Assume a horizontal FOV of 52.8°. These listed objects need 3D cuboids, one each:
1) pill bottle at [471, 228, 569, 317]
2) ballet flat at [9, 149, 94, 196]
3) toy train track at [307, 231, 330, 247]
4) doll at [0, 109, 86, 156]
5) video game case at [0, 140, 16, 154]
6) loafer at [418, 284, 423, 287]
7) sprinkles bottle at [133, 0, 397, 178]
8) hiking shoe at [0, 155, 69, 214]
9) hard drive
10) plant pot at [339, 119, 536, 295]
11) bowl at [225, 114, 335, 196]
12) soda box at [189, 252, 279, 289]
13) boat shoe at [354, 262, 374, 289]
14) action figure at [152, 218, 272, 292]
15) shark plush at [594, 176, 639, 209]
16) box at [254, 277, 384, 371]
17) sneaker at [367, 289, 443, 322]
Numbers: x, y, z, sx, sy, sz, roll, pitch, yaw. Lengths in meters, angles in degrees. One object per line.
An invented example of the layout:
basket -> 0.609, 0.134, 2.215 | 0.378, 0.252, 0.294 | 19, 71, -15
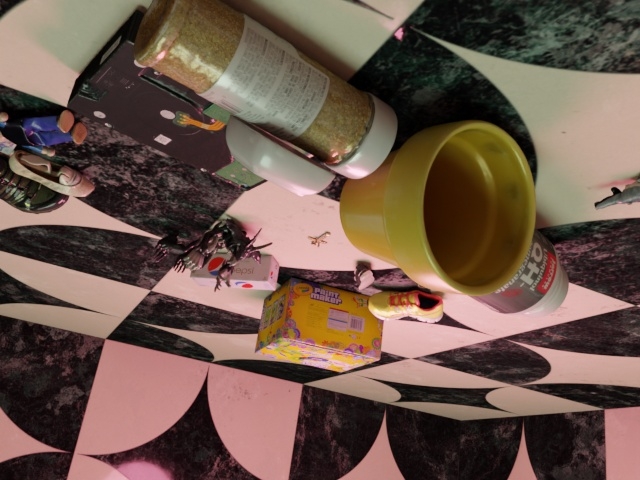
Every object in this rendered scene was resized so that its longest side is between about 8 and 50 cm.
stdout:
pill bottle -> 0.338, 0.038, 1.216 | 0.176, 0.177, 0.318 | -13, 149, 42
ballet flat -> -0.536, -0.134, 1.292 | 0.168, 0.057, 0.052 | 18, 146, -23
toy train track -> 0.000, 0.000, 1.464 | 0.048, 0.014, 0.083 | 18, 156, -21
doll -> -0.515, -0.192, 1.150 | 0.188, 0.046, 0.129 | 1, 155, 18
video game case -> -0.639, -0.203, 1.216 | 0.122, 0.011, 0.087 | 23, 154, -31
loafer -> 0.290, 0.098, 1.544 | 0.056, 0.050, 0.148 | 27, 152, -37
sprinkles bottle -> -0.060, -0.203, 0.853 | 0.355, 0.121, 0.121 | 24, 153, -33
hiking shoe -> -0.635, -0.119, 1.319 | 0.226, 0.086, 0.114 | 12, 161, -5
hard drive -> -0.184, -0.195, 0.996 | 0.338, 0.064, 0.236 | 25, 153, -32
plant pot -> 0.163, -0.049, 1.012 | 0.253, 0.254, 0.239 | 25, 167, -34
bowl -> -0.065, -0.113, 0.903 | 0.142, 0.053, 0.142 | 25, -171, -38
soda box -> -0.220, 0.079, 1.658 | 0.216, 0.074, 0.069 | 2, 157, 15
boat shoe -> 0.105, 0.091, 1.613 | 0.046, 0.038, 0.125 | -35, 161, -5
action figure -> -0.246, 0.037, 1.486 | 0.275, 0.141, 0.164 | -5, 143, 34
shark plush -> 0.521, -0.072, 1.023 | 0.161, 0.067, 0.073 | -2, 155, 25
box -> -0.006, 0.255, 1.867 | 0.289, 0.177, 0.279 | 15, 157, -17
sneaker -> 0.228, 0.161, 1.701 | 0.208, 0.082, 0.094 | 3, 151, -2
